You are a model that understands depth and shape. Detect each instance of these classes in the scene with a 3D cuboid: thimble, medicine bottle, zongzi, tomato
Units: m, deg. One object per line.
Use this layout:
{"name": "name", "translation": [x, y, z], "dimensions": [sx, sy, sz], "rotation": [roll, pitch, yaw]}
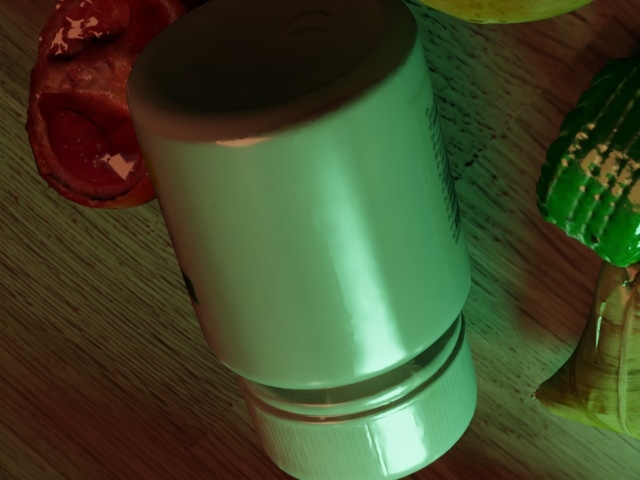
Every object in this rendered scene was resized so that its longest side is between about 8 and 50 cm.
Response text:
{"name": "thimble", "translation": [0.204, -0.052, 1.268], "dimensions": [0.090, 0.118, 0.130], "rotation": [33, 117, 12]}
{"name": "medicine bottle", "translation": [0.000, 0.000, 1.394], "dimensions": [0.208, 0.208, 0.340], "rotation": [9, 132, 30]}
{"name": "zongzi", "translation": [0.214, 0.070, 1.395], "dimensions": [0.197, 0.099, 0.194], "rotation": [8, 131, 40]}
{"name": "tomato", "translation": [-0.140, -0.116, 1.486], "dimensions": [0.173, 0.099, 0.189], "rotation": [21, 99, 41]}

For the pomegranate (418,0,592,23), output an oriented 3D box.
{"name": "pomegranate", "translation": [0.096, -0.233, 1.106], "dimensions": [0.215, 0.215, 0.215], "rotation": [20, 136, 21]}
